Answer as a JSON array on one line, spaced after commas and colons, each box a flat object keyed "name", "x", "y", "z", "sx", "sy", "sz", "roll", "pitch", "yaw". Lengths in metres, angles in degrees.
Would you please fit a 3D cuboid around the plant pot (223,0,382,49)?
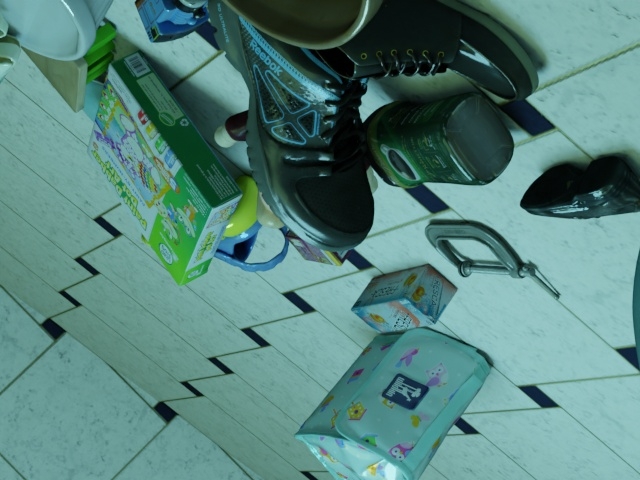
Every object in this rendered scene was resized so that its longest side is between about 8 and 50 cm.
[{"name": "plant pot", "x": -0.021, "y": -0.300, "z": 1.455, "sx": 0.237, "sy": 0.110, "sz": 0.237, "roll": 30, "pitch": 148, "yaw": 21}]

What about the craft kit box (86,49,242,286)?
[{"name": "craft kit box", "x": -0.219, "y": -0.094, "z": 2.190, "sx": 0.250, "sy": 0.061, "sz": 0.246, "roll": 54, "pitch": 155, "yaw": 14}]

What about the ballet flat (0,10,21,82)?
[{"name": "ballet flat", "x": -0.412, "y": -0.242, "z": 1.937, "sx": 0.087, "sy": 0.083, "sz": 0.247, "roll": 14, "pitch": 156, "yaw": 17}]

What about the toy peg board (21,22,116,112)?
[{"name": "toy peg board", "x": -0.345, "y": -0.279, "z": 2.155, "sx": 0.160, "sy": 0.079, "sz": 0.161, "roll": 50, "pitch": 161, "yaw": 7}]

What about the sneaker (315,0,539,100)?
[{"name": "sneaker", "x": 0.096, "y": -0.178, "z": 1.559, "sx": 0.222, "sy": 0.118, "sz": 0.083, "roll": 34, "pitch": 161, "yaw": 4}]

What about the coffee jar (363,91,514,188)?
[{"name": "coffee jar", "x": 0.120, "y": -0.106, "z": 1.740, "sx": 0.096, "sy": 0.079, "sz": 0.184, "roll": 53, "pitch": 156, "yaw": -21}]

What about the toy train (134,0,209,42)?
[{"name": "toy train", "x": -0.160, "y": -0.282, "z": 1.759, "sx": 0.105, "sy": 0.080, "sz": 0.184, "roll": 67, "pitch": 163, "yaw": -2}]

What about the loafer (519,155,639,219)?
[{"name": "loafer", "x": 0.272, "y": -0.043, "z": 1.671, "sx": 0.061, "sy": 0.062, "sz": 0.170, "roll": 38, "pitch": 162, "yaw": -21}]

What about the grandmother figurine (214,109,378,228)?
[{"name": "grandmother figurine", "x": -0.027, "y": -0.114, "z": 1.962, "sx": 0.208, "sy": 0.104, "sz": 0.342, "roll": 7, "pitch": 156, "yaw": -2}]

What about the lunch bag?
[{"name": "lunch bag", "x": 0.116, "y": 0.251, "z": 2.357, "sx": 0.160, "sy": 0.223, "sz": 0.262, "roll": 47, "pitch": 158, "yaw": -14}]

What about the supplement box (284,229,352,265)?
[{"name": "supplement box", "x": 0.000, "y": 0.000, "z": 2.243, "sx": 0.083, "sy": 0.043, "sz": 0.055, "roll": 10, "pitch": 149, "yaw": 49}]

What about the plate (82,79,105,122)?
[{"name": "plate", "x": -0.281, "y": -0.180, "z": 2.326, "sx": 0.188, "sy": 0.024, "sz": 0.188, "roll": 30, "pitch": 160, "yaw": 12}]

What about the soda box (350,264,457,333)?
[{"name": "soda box", "x": 0.114, "y": 0.083, "z": 2.216, "sx": 0.058, "sy": 0.063, "sz": 0.183, "roll": 40, "pitch": 160, "yaw": -13}]

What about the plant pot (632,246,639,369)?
[{"name": "plant pot", "x": 0.413, "y": 0.084, "z": 1.523, "sx": 0.290, "sy": 0.195, "sz": 0.290, "roll": 31, "pitch": 160, "yaw": 12}]

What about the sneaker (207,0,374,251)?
[{"name": "sneaker", "x": -0.008, "y": -0.139, "z": 1.707, "sx": 0.140, "sy": 0.125, "sz": 0.341, "roll": 0, "pitch": 120, "yaw": 44}]

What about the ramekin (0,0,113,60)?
[{"name": "ramekin", "x": -0.350, "y": -0.348, "z": 1.897, "sx": 0.273, "sy": 0.127, "sz": 0.273, "roll": 32, "pitch": 160, "yaw": 13}]

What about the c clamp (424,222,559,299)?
[{"name": "c clamp", "x": 0.203, "y": 0.026, "z": 1.997, "sx": 0.161, "sy": 0.022, "sz": 0.137, "roll": 8, "pitch": 147, "yaw": 52}]

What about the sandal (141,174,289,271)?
[{"name": "sandal", "x": -0.154, "y": -0.011, "z": 2.369, "sx": 0.138, "sy": 0.126, "sz": 0.317, "roll": 41, "pitch": 162, "yaw": -26}]
